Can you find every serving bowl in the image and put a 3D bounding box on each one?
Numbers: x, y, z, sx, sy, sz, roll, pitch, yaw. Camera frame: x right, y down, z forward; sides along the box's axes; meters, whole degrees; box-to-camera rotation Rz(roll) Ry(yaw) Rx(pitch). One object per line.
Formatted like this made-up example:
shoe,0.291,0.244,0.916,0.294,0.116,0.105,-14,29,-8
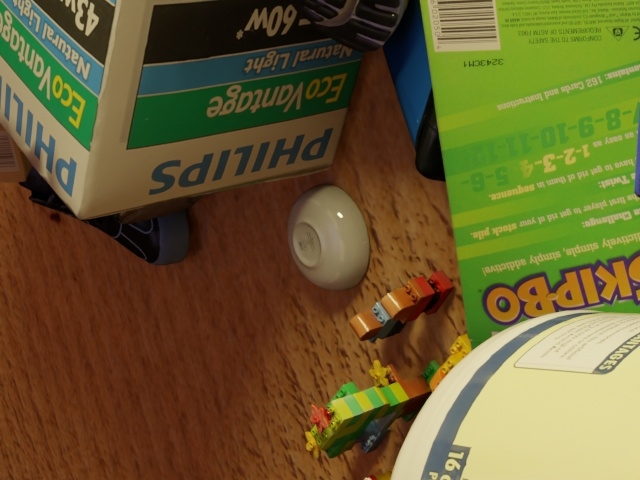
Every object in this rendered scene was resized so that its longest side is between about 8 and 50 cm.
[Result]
serving bowl,0.000,0.000,1.031,0.083,0.027,0.083,23,120,47

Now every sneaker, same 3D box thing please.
sneaker,0.036,-0.200,0.812,0.081,0.094,0.208,28,146,14
sneaker,-0.211,-0.045,1.232,0.232,0.090,0.081,40,131,37

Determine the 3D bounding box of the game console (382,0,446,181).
game console,0.163,-0.167,0.767,0.250,0.173,0.293,-101,22,-52

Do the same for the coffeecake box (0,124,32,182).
coffeecake box,-0.277,-0.157,1.185,0.185,0.068,0.142,-81,-13,-55

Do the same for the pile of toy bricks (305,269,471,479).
pile of toy bricks,0.035,0.120,0.964,0.118,0.105,0.212,55,139,24

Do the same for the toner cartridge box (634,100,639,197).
toner cartridge box,0.298,-0.049,0.551,0.348,0.075,0.165,25,132,39

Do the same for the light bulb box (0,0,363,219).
light bulb box,-0.133,-0.269,0.944,0.358,0.225,0.361,44,132,35

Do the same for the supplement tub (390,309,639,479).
supplement tub,0.207,0.149,0.589,0.325,0.235,0.235,-3,100,56

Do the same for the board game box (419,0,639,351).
board game box,0.129,-0.039,0.738,0.124,0.039,0.259,1,117,22

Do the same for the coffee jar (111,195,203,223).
coffee jar,-0.166,-0.111,1.147,0.184,0.096,0.079,60,143,17
